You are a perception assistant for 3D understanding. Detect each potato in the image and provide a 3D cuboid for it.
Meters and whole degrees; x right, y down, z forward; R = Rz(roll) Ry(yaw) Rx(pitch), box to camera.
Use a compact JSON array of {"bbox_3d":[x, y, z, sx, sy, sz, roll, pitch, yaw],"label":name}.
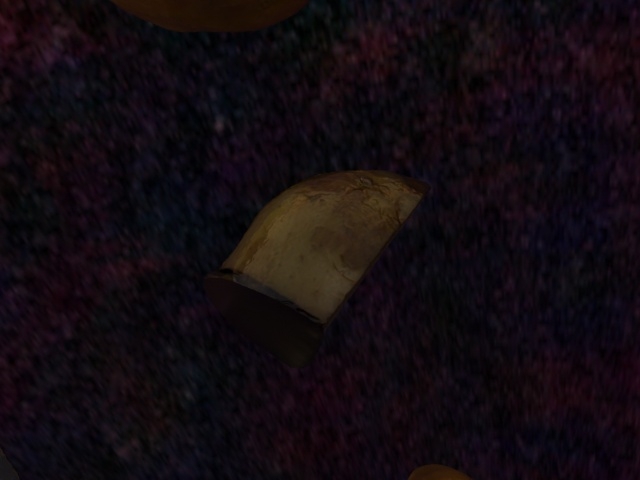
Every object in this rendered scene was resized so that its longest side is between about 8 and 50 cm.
[{"bbox_3d":[0.000,0.000,0.958,0.066,0.096,0.103,38,70,1],"label":"potato"}]

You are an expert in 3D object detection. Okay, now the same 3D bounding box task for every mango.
[{"bbox_3d":[0.098,0.207,1.498,0.080,0.114,0.060,28,90,-22],"label":"mango"}]

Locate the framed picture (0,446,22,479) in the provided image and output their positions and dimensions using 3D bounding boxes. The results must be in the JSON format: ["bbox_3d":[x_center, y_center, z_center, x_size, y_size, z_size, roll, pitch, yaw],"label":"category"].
[{"bbox_3d":[-0.155,0.157,1.036,0.018,0.192,0.265,-30,64,-15],"label":"framed picture"}]

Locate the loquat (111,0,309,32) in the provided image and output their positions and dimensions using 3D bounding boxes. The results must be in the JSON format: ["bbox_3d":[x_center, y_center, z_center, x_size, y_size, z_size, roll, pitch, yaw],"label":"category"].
[{"bbox_3d":[-0.106,-0.323,1.725,0.276,0.284,0.276,-2,55,3],"label":"loquat"}]
